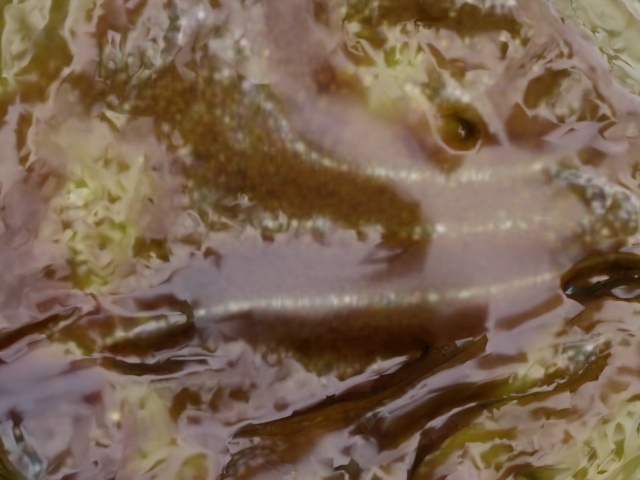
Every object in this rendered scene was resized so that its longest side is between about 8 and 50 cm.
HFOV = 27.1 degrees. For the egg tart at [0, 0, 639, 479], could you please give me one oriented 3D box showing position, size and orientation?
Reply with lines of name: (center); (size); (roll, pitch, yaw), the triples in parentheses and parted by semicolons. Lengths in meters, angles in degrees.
egg tart: (0.000, 0.000, 0.561); (0.339, 0.351, 0.153); (48, -14, -3)
